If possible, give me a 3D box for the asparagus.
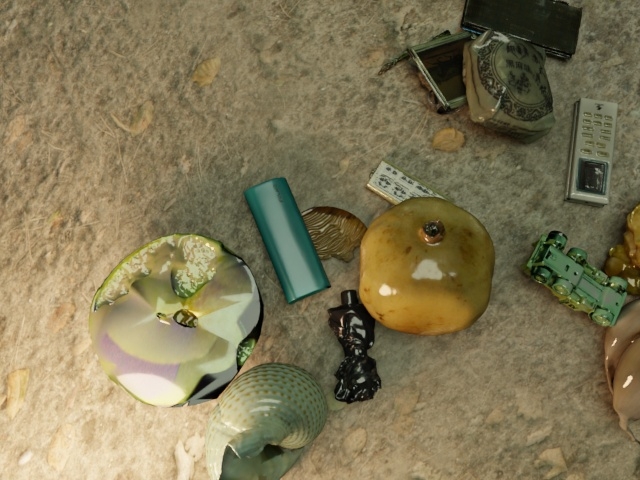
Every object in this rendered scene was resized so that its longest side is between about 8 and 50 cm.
[{"bbox_3d":[0.254,-0.508,1.857,0.232,0.023,0.022,-30,37,-7],"label":"asparagus"}]

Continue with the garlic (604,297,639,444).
[{"bbox_3d":[0.783,0.286,1.662,0.340,0.231,0.246,-50,129,6],"label":"garlic"}]

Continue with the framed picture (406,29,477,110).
[{"bbox_3d":[0.365,-0.454,1.800,0.252,0.014,0.197,-26,80,-31],"label":"framed picture"}]

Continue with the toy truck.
[{"bbox_3d":[0.617,0.102,1.695,0.259,0.135,0.128,33,69,1],"label":"toy truck"}]

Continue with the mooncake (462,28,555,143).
[{"bbox_3d":[0.482,-0.392,1.744,0.254,0.136,0.250,7,73,-28],"label":"mooncake"}]

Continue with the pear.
[{"bbox_3d":[-0.325,0.187,1.630,0.398,0.165,0.399,0,79,-2],"label":"pear"}]

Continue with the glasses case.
[{"bbox_3d":[-0.084,-0.003,1.697,0.117,0.070,0.301,-23,78,-1],"label":"glasses case"}]

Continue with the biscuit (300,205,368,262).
[{"bbox_3d":[0.000,0.000,1.745,0.228,0.031,0.176,-37,81,-8],"label":"biscuit"}]

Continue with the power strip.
[{"bbox_3d":[0.244,-0.111,1.771,0.268,0.034,0.092,32,79,5],"label":"power strip"}]

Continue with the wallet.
[{"bbox_3d":[0.544,-0.603,1.868,0.317,0.044,0.169,15,71,-1],"label":"wallet"}]

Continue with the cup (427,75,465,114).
[{"bbox_3d":[0.323,-0.380,1.802,0.100,0.078,0.077,-5,74,-21],"label":"cup"}]

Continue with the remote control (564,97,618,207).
[{"bbox_3d":[0.708,-0.231,1.798,0.102,0.055,0.277,10,79,1],"label":"remote control"}]

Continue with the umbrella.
[{"bbox_3d":[0.084,0.254,1.666,0.122,0.110,0.272,-5,75,-2],"label":"umbrella"}]

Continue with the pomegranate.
[{"bbox_3d":[0.246,0.064,1.601,0.332,0.332,0.333,0,79,-2],"label":"pomegranate"}]

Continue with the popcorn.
[{"bbox_3d":[0.856,0.014,1.671,0.332,0.225,0.265,-47,39,18],"label":"popcorn"}]

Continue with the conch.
[{"bbox_3d":[-0.145,0.415,1.546,0.215,0.319,0.303,39,110,35],"label":"conch"}]
